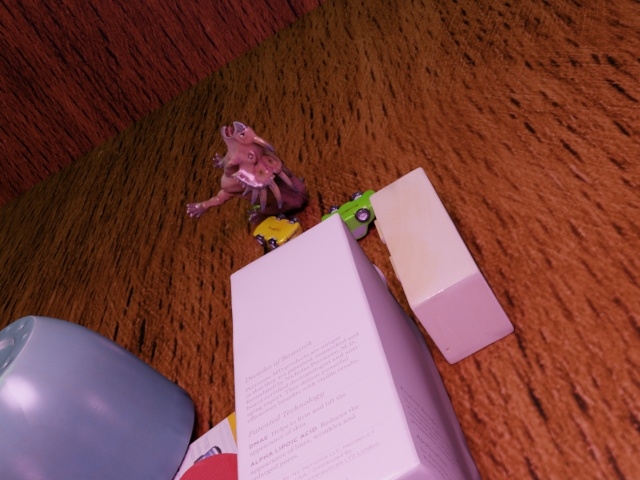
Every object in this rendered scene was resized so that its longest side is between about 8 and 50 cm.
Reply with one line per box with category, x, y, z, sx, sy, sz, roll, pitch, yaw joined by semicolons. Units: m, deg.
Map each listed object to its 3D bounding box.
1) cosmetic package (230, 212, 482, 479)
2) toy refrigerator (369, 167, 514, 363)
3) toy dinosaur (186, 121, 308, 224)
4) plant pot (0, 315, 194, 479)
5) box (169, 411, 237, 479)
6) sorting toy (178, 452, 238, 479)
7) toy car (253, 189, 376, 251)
cosmetic package;0.034;0.167;0.734;0.156;0.217;0.385;-31;27;8
toy refrigerator;0.139;0.023;0.950;0.094;0.102;0.269;-30;30;11
toy dinosaur;-0.089;-0.096;1.299;0.200;0.296;0.127;-4;80;38
plant pot;-0.351;0.238;0.987;0.293;0.235;0.293;-32;26;18
box;-0.146;0.283;0.947;0.136;0.028;0.081;-38;28;1
sorting toy;-0.185;0.385;0.795;0.365;0.127;0.126;-51;2;-20
toy car;0.000;0.000;1.185;0.225;0.053;0.239;-29;30;11
